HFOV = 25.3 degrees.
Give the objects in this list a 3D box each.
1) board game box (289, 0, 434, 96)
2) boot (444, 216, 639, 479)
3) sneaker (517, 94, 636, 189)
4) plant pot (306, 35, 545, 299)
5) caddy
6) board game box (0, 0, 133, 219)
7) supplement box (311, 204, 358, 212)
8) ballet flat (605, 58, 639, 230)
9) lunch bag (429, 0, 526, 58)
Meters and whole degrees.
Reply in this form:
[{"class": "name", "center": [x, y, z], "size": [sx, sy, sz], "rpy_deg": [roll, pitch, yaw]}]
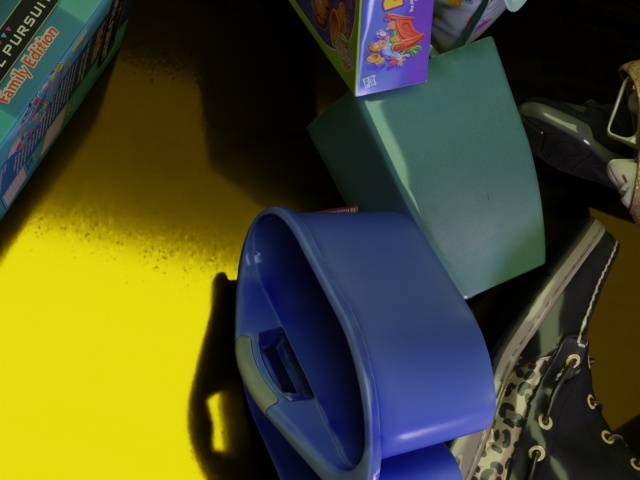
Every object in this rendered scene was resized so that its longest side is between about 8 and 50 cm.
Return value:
[{"class": "board game box", "center": [0.008, -0.337, 1.397], "size": [0.078, 0.233, 0.347], "rpy_deg": [-14, 44, -17]}, {"class": "boot", "center": [0.278, 0.195, 1.443], "size": [0.284, 0.138, 0.377], "rpy_deg": [32, 73, -3]}, {"class": "sneaker", "center": [0.321, -0.133, 1.583], "size": [0.227, 0.087, 0.130], "rpy_deg": [18, 68, -12]}, {"class": "plant pot", "center": [0.123, -0.056, 1.471], "size": [0.165, 0.165, 0.234], "rpy_deg": [-22, 88, -20]}, {"class": "caddy", "center": [0.013, 0.118, 1.314], "size": [0.179, 0.241, 0.341], "rpy_deg": [-3, 39, -23]}, {"class": "board game box", "center": [-0.289, -0.129, 1.327], "size": [0.079, 0.254, 0.336], "rpy_deg": [31, 68, -4]}, {"class": "supplement box", "center": [0.000, 0.000, 1.478], "size": [0.083, 0.043, 0.055], "rpy_deg": [-9, 76, -16]}, {"class": "ballet flat", "center": [0.335, -0.095, 1.507], "size": [0.067, 0.073, 0.206], "rpy_deg": [4, 75, 6]}, {"class": "lunch bag", "center": [0.185, -0.338, 1.510], "size": [0.160, 0.262, 0.223], "rpy_deg": [41, 67, 0]}]
